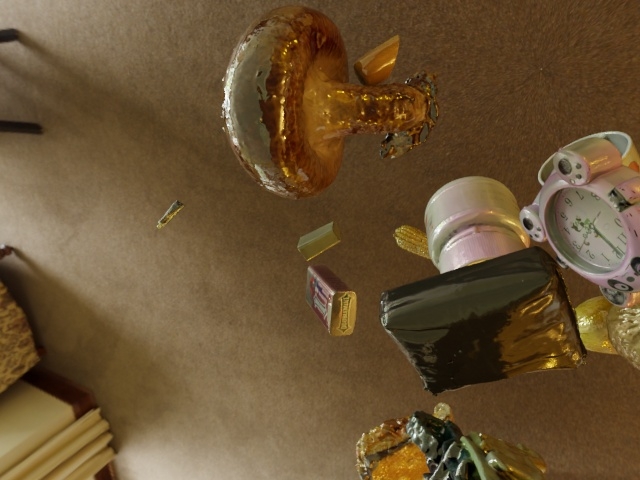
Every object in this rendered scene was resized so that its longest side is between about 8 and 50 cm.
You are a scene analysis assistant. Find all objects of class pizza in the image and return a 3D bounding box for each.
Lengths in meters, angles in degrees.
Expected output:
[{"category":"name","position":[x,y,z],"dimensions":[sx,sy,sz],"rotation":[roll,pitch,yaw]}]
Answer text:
[{"category":"pizza","position":[0.212,0.595,1.123],"dimensions":[0.278,0.114,0.408],"rotation":[17,109,-20]}]

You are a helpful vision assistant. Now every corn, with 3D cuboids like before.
[{"category":"corn","position":[0.443,0.031,1.638],"dimensions":[0.313,0.102,0.101],"rotation":[26,120,21]}]

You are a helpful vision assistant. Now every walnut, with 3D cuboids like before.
[{"category":"walnut","position":[0.664,0.170,0.764],"dimensions":[0.228,0.228,0.227],"rotation":[11,115,24]}]

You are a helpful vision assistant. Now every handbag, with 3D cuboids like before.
[{"category":"handbag","position":[0.227,0.136,0.583],"dimensions":[0.247,0.080,0.223],"rotation":[-21,121,25]}]

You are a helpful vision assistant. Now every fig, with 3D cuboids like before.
[{"category":"fig","position":[0.729,0.243,1.144],"dimensions":[0.257,0.159,0.159],"rotation":[-24,98,40]}]

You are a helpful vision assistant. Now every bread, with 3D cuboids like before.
[{"category":"bread","position":[0.118,-0.342,0.794],"dimensions":[0.103,0.049,0.062],"rotation":[-31,100,1]}]

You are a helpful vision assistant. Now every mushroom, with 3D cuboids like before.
[{"category":"mushroom","position":[0.003,-0.228,0.772],"dimensions":[0.356,0.334,0.331],"rotation":[30,111,15]}]

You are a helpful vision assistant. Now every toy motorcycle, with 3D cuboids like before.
[{"category":"toy motorcycle","position":[0.249,0.374,0.551],"dimensions":[0.237,0.410,0.168],"rotation":[32,94,-3]}]

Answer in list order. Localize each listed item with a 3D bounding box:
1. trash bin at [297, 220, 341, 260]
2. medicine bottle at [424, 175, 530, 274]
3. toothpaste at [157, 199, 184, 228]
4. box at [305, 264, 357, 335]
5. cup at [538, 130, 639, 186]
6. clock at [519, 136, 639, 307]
[{"category":"trash bin","position":[0.000,0.000,0.935],"dimensions":[0.092,0.061,0.043],"rotation":[-27,109,17]},{"category":"medicine bottle","position":[0.396,0.008,1.040],"dimensions":[0.241,0.301,0.241],"rotation":[4,132,4]},{"category":"toothpaste","position":[-0.363,-0.062,0.993],"dimensions":[0.027,0.083,0.019],"rotation":[32,162,11]},{"category":"box","position":[0.020,0.149,1.080],"dimensions":[0.069,0.224,0.120],"rotation":[0,102,-19]},{"category":"cup","position":[0.751,-0.093,1.081],"dimensions":[0.212,0.212,0.317],"rotation":[-28,114,34]},{"category":"clock","position":[0.473,-0.025,0.691],"dimensions":[0.227,0.090,0.247],"rotation":[83,161,-57]}]
